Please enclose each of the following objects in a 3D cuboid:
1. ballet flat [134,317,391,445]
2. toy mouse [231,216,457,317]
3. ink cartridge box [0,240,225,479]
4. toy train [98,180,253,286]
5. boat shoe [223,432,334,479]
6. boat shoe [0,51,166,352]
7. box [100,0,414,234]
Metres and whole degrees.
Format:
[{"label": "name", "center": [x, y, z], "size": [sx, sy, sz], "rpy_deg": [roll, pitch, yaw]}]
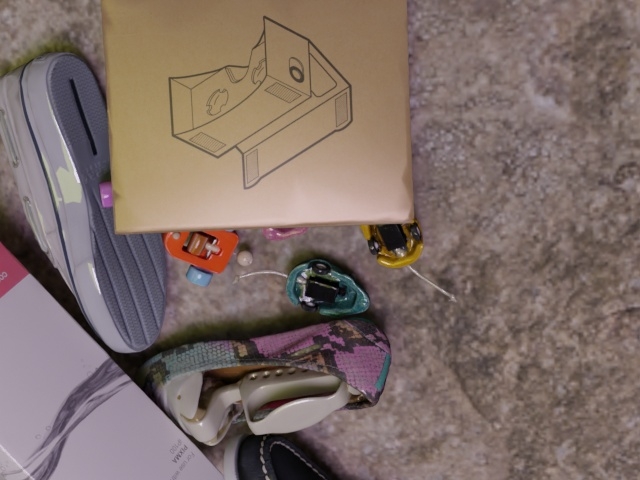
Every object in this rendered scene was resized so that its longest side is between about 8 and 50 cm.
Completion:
[{"label": "ballet flat", "center": [-0.054, 0.112, 0.725], "size": [0.222, 0.079, 0.077], "rpy_deg": [-13, 127, 21]}, {"label": "toy mouse", "center": [0.000, 0.000, 0.706], "size": [0.143, 0.031, 0.161], "rpy_deg": [-25, 108, 19]}, {"label": "ink cartridge box", "center": [-0.240, 0.148, 0.738], "size": [0.283, 0.117, 0.207], "rpy_deg": [49, 134, -8]}, {"label": "toy train", "center": [-0.090, -0.056, 0.705], "size": [0.125, 0.046, 0.166], "rpy_deg": [17, 104, -23]}, {"label": "boat shoe", "center": [0.039, 0.254, 0.757], "size": [0.091, 0.114, 0.302], "rpy_deg": [-28, 114, 21]}, {"label": "boat shoe", "center": [-0.179, -0.025, 0.724], "size": [0.076, 0.083, 0.226], "rpy_deg": [-7, 100, 32]}, {"label": "box", "center": [-0.041, -0.090, 0.647], "size": [0.201, 0.021, 0.164], "rpy_deg": [-2, 97, -1]}]
